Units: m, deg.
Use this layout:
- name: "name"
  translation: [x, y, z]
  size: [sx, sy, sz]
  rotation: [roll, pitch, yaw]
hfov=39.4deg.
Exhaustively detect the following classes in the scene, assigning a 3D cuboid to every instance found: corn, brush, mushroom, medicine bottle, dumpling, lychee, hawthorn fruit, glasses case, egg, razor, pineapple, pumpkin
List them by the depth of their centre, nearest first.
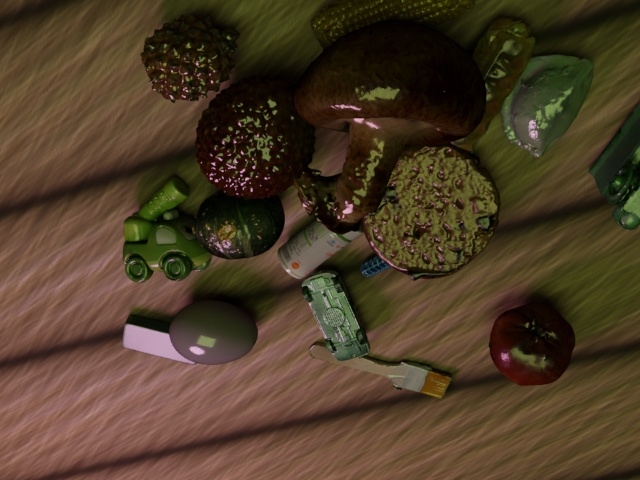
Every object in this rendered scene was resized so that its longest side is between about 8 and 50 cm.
- name: "mushroom"
  translation: [0.102, -0.208, 1.563]
  size: [0.334, 0.356, 0.331]
  rotation: [3, 155, 48]
- name: "corn"
  translation: [0.137, -0.423, 1.618]
  size: [0.322, 0.119, 0.119]
  rotation: [-19, 116, 19]
- name: "dumpling"
  translation: [0.418, -0.267, 1.679]
  size: [0.149, 0.105, 0.216]
  rotation: [28, 120, -10]
- name: "pineapple"
  translation: [-0.235, -0.347, 1.684]
  size: [0.193, 0.166, 0.166]
  rotation: [-24, 114, 16]
- name: "lychee"
  translation: [-0.120, -0.201, 1.709]
  size: [0.236, 0.236, 0.271]
  rotation: [25, 138, -8]
- name: "pumpkin"
  translation: [-0.166, -0.040, 1.835]
  size: [0.190, 0.190, 0.146]
  rotation: [-22, 117, 18]
- name: "medicine bottle"
  translation: [0.000, 0.000, 1.895]
  size: [0.183, 0.086, 0.086]
  rotation: [-37, 109, 25]
- name: "razor"
  translation: [0.197, 0.013, 1.904]
  size: [0.253, 0.042, 0.082]
  rotation: [-29, 85, 21]
- name: "hawthorn fruit"
  translation: [0.450, 0.230, 1.929]
  size: [0.185, 0.185, 0.202]
  rotation: [4, 157, 4]
- name: "egg"
  translation: [-0.240, 0.207, 2.008]
  size: [0.199, 0.146, 0.146]
  rotation: [6, 120, -3]
- name: "brush"
  translation: [0.137, 0.296, 2.088]
  size: [0.336, 0.020, 0.085]
  rotation: [17, 121, -2]
- name: "glasses case"
  translation: [-0.371, 0.234, 2.102]
  size: [0.184, 0.039, 0.077]
  rotation: [14, 120, -1]

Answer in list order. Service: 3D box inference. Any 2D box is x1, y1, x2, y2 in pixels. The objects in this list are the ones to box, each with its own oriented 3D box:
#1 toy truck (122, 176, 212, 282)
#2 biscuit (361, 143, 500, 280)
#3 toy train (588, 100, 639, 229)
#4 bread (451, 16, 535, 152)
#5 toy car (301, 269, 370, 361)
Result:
- name: "toy truck"
  translation: [-0.341, -0.010, 1.908]
  size: [0.187, 0.148, 0.210]
  rotation: [-20, 95, 21]
- name: "biscuit"
  translation: [0.221, -0.063, 1.817]
  size: [0.296, 0.075, 0.296]
  rotation: [4, 106, 15]
- name: "toy train"
  translation: [0.632, -0.150, 1.665]
  size: [0.145, 0.202, 0.266]
  rotation: [26, 120, -9]
- name: "bread"
  translation: [0.310, -0.297, 1.687]
  size: [0.087, 0.098, 0.269]
  rotation: [-2, 131, -42]
- name: "toy car"
  translation: [0.037, 0.161, 1.991]
  size: [0.090, 0.076, 0.224]
  rotation: [-18, 108, 18]
